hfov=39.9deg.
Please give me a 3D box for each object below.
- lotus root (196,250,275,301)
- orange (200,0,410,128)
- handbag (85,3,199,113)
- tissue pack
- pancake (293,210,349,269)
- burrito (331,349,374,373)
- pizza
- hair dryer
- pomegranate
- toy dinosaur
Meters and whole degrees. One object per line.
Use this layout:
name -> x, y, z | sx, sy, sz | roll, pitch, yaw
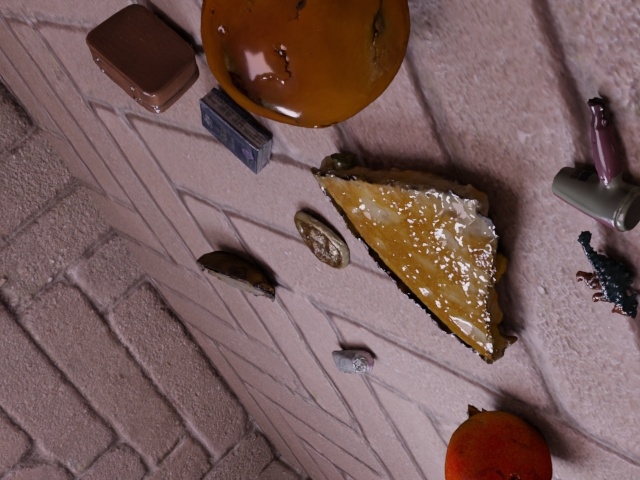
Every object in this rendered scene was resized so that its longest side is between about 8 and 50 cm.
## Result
lotus root -> -0.214, 0.083, 2.347 | 0.167, 0.078, 0.329 | 32, 170, -34
orange -> -0.016, -0.250, 1.023 | 0.246, 0.246, 0.246 | 40, 160, 18
handbag -> -0.321, -0.341, 1.623 | 0.193, 0.151, 0.072 | 39, 162, 16
tissue pack -> -0.163, -0.209, 1.694 | 0.156, 0.051, 0.112 | 43, 161, 10
pancake -> 0.000, 0.000, 1.797 | 0.158, 0.028, 0.158 | 39, 161, 16
burrito -> 0.078, 0.299, 2.172 | 0.064, 0.064, 0.203 | 50, 162, -8
pizza -> 0.145, -0.008, 1.410 | 0.391, 0.080, 0.435 | 35, 156, 30
hair dryer -> 0.308, -0.091, 0.973 | 0.106, 0.054, 0.154 | 35, 148, 41
pomegranate -> 0.331, 0.420, 1.674 | 0.210, 0.210, 0.235 | 61, -176, -34
toy dinosaur -> 0.357, 0.045, 1.106 | 0.154, 0.049, 0.055 | 51, 163, -27
